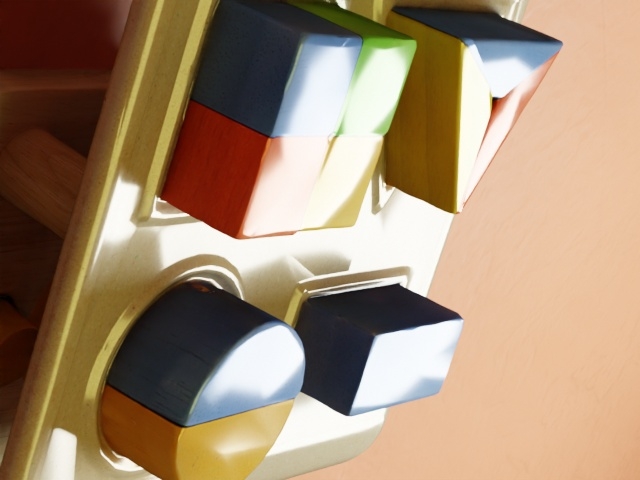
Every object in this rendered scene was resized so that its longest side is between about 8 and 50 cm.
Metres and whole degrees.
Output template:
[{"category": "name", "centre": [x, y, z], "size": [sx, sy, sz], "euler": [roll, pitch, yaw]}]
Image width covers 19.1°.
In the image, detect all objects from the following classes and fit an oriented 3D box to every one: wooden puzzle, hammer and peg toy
[{"category": "wooden puzzle", "centre": [0.000, 0.000, 0.914], "size": [0.322, 0.080, 0.348], "euler": [-7, 124, -57]}, {"category": "hammer and peg toy", "centre": [-0.095, 0.020, 1.007], "size": [0.361, 0.127, 0.266], "euler": [-9, 126, -56]}]
